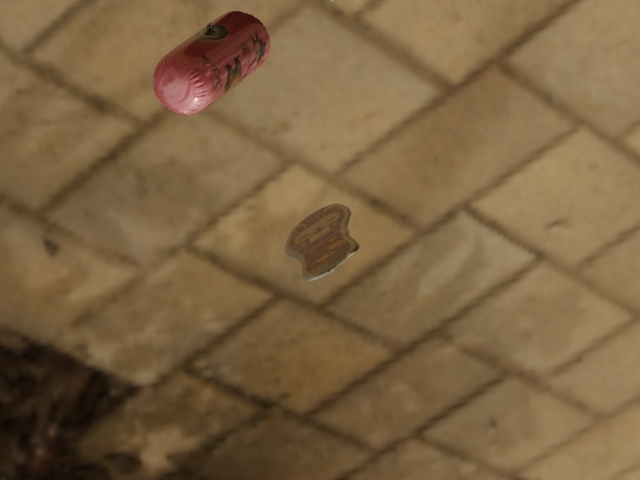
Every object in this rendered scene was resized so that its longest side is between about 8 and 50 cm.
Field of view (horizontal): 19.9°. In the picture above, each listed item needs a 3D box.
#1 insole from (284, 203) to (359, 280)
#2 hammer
[{"bbox_3d":[0.000,0.000,1.505,0.065,0.197,0.004,-31,104,4],"label":"insole"},{"bbox_3d":[-0.062,-0.104,1.052,0.083,0.043,0.043,-40,165,-45],"label":"hammer"}]
